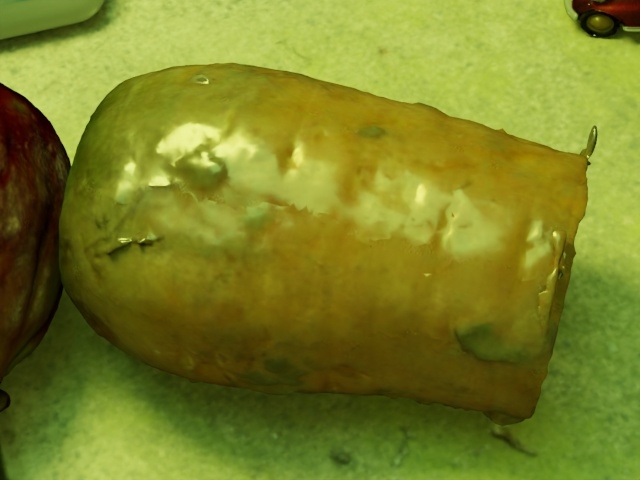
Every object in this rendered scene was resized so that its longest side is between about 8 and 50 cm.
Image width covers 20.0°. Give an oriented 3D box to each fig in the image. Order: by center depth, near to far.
[{"bbox_3d":[-0.276,-0.005,1.270,0.224,0.224,0.263,-17,37,-4],"label":"fig"}]

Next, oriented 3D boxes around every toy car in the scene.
[{"bbox_3d":[0.261,-0.230,1.418,0.139,0.112,0.112,6,57,12],"label":"toy car"}]

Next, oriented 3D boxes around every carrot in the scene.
[{"bbox_3d":[0.000,0.000,1.236,0.341,0.224,0.224,11,58,5],"label":"carrot"}]

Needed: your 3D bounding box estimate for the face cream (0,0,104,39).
[{"bbox_3d":[-0.353,-0.229,1.486,0.337,0.080,0.163,-12,94,-2],"label":"face cream"}]
